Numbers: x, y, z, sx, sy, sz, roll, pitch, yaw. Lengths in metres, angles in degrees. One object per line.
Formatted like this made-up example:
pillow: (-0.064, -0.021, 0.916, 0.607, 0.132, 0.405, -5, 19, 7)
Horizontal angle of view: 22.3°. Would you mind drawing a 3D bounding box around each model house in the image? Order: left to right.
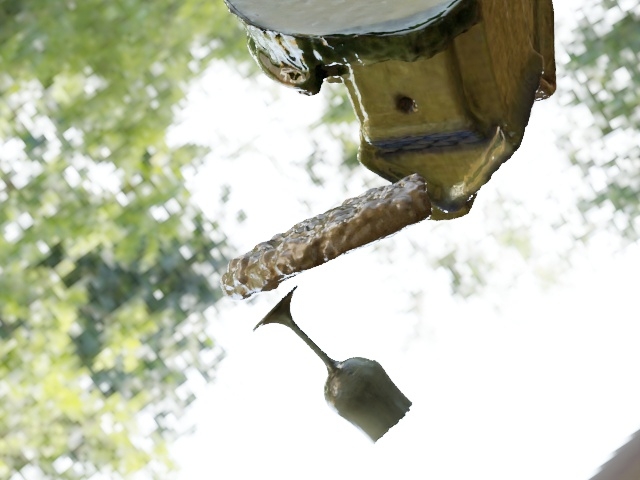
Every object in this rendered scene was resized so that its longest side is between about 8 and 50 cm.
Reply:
model house: (0.076, -0.179, 1.496, 0.261, 0.266, 0.321, -4, -138, 23)

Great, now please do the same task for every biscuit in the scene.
biscuit: (-0.003, 0.001, 1.032, 0.133, 0.032, 0.250, -25, -178, -4)

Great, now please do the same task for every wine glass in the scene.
wine glass: (0.016, 0.144, 1.863, 0.079, 0.195, 0.079, -45, 177, -3)
